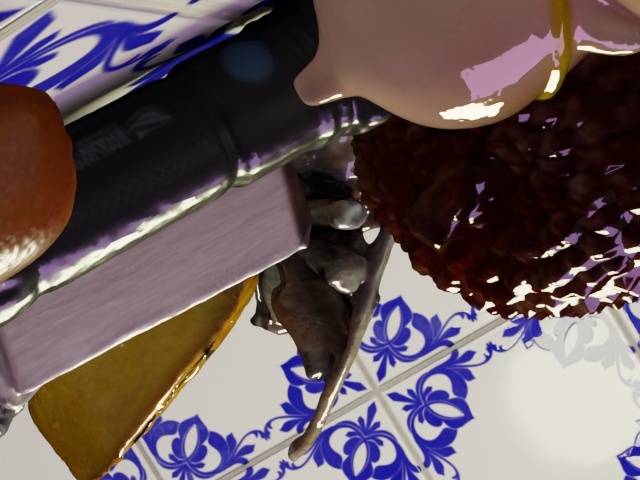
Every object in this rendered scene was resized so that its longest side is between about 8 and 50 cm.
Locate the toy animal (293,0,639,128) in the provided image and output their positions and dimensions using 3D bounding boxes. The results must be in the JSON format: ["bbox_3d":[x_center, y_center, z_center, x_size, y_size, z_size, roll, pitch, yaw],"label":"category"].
[{"bbox_3d":[0.096,-0.132,0.681,0.248,0.149,0.165,-38,-168,14],"label":"toy animal"}]

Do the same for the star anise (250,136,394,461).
[{"bbox_3d":[0.000,0.000,1.514,0.139,0.316,0.359,3,136,-17],"label":"star anise"}]

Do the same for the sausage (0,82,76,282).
[{"bbox_3d":[-0.195,0.015,0.491,0.089,0.083,0.300,-14,-168,43],"label":"sausage"}]

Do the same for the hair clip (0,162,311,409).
[{"bbox_3d":[-0.162,0.037,0.919,0.331,0.085,0.101,-29,-147,-26],"label":"hair clip"}]

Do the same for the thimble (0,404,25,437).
[{"bbox_3d":[-0.301,0.102,1.137,0.098,0.150,0.150,-32,-179,12],"label":"thimble"}]

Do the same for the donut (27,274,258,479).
[{"bbox_3d":[-0.166,0.102,1.422,0.277,0.108,0.277,-50,180,0],"label":"donut"}]

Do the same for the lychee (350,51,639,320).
[{"bbox_3d":[0.170,-0.096,1.147,0.330,0.306,0.306,-40,-174,-38],"label":"lychee"}]

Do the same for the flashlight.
[{"bbox_3d":[-0.077,-0.061,0.876,0.424,0.103,0.103,-30,180,-24],"label":"flashlight"}]
